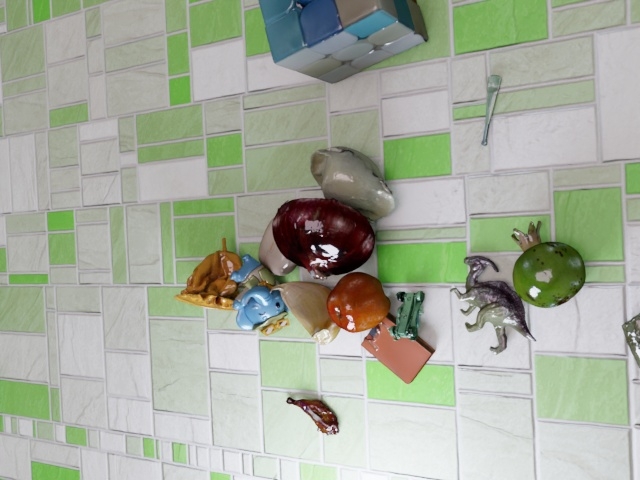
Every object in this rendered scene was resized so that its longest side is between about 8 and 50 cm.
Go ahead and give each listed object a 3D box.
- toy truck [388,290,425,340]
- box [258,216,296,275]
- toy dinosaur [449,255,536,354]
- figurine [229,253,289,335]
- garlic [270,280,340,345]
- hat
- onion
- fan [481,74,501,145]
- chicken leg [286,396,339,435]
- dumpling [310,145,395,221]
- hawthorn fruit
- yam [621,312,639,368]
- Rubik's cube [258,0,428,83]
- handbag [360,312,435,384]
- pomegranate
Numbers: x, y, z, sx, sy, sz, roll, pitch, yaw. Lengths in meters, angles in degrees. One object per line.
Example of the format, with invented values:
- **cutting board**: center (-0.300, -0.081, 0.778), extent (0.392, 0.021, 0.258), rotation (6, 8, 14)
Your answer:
- **toy truck**: center (0.258, 0.222, 1.876), extent (0.080, 0.078, 0.154), rotation (-4, 59, 36)
- **box**: center (-0.121, 0.014, 2.085), extent (0.146, 0.088, 0.200), rotation (29, 105, 26)
- **toy dinosaur**: center (0.460, 0.178, 1.771), extent (0.162, 0.077, 0.294), rotation (-44, 71, 23)
- **figurine**: center (-0.202, 0.183, 2.070), extent (0.154, 0.180, 0.262), rotation (-21, 111, 44)
- **garlic**: center (-0.026, 0.211, 1.999), extent (0.245, 0.164, 0.145), rotation (42, 127, 27)
- **hat**: center (-0.348, 0.100, 2.167), extent (0.244, 0.233, 0.233), rotation (10, 73, -11)
- **onion**: center (0.000, 0.000, 1.889), extent (0.314, 0.314, 0.232), rotation (4, 60, 29)
- **fan**: center (0.464, -0.357, 1.785), extent (0.038, 0.016, 0.193), rotation (12, 97, 31)
- **chicken leg**: center (-0.022, 0.552, 2.076), extent (0.205, 0.053, 0.093), rotation (42, 125, 26)
- **dumpling**: center (0.081, -0.151, 1.939), extent (0.243, 0.175, 0.227), rotation (61, 147, 31)
- **hawthorn fruit**: center (0.108, 0.182, 1.873), extent (0.189, 0.189, 0.189), rotation (1, 92, 29)
- **yam**: center (0.804, 0.253, 1.571), extent (0.107, 0.107, 0.183), rotation (-24, 81, 28)
- **Rubik's cube**: center (0.052, -0.680, 1.816), extent (0.347, 0.347, 0.344), rotation (-18, 82, 28)
- **handbag**: center (0.226, 0.316, 1.920), extent (0.190, 0.063, 0.127), rotation (38, 109, 19)
- **pomegranate**: center (0.570, 0.059, 1.663), extent (0.181, 0.181, 0.224), rotation (-33, 56, 26)
